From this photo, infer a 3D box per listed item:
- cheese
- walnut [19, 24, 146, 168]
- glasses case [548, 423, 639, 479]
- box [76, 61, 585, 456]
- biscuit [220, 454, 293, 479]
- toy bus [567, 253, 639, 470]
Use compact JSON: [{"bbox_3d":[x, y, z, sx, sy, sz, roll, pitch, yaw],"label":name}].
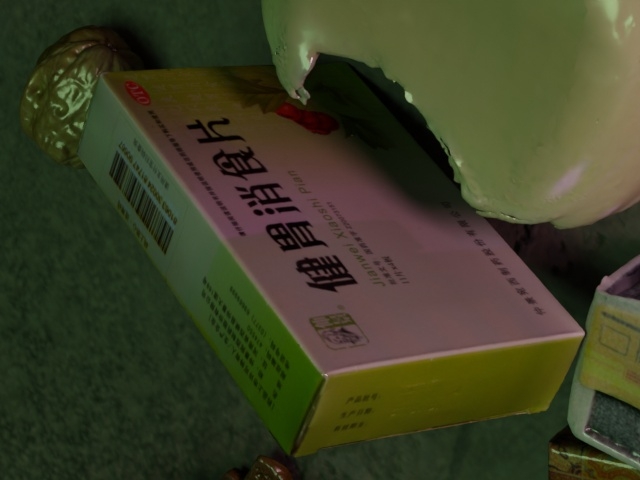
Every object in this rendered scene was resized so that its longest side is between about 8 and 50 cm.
[{"bbox_3d":[0.096,-0.138,1.034,0.266,0.127,0.233,45,129,18],"label":"cheese"},{"bbox_3d":[-0.155,-0.093,1.286,0.096,0.082,0.079,-59,37,31],"label":"walnut"},{"bbox_3d":[0.176,0.216,1.159,0.075,0.049,0.218,9,113,29],"label":"glasses case"},{"bbox_3d":[0.000,-0.001,1.081,0.260,0.175,0.062,52,134,37],"label":"box"},{"bbox_3d":[-0.043,0.202,1.348,0.130,0.019,0.119,-8,103,40],"label":"biscuit"},{"bbox_3d":[0.290,0.114,0.996,0.342,0.097,0.138,29,125,28],"label":"toy bus"}]
